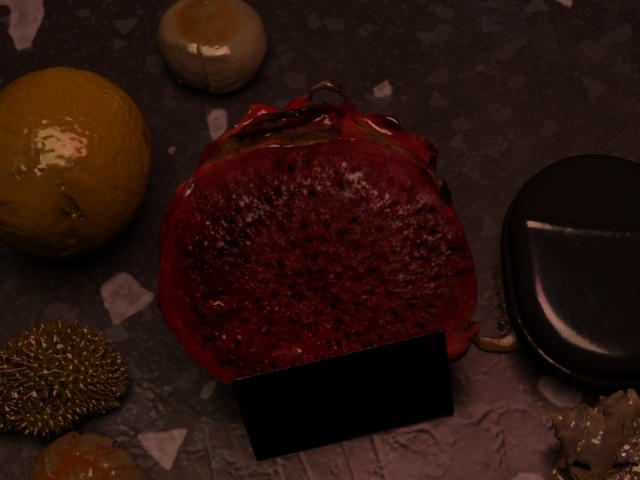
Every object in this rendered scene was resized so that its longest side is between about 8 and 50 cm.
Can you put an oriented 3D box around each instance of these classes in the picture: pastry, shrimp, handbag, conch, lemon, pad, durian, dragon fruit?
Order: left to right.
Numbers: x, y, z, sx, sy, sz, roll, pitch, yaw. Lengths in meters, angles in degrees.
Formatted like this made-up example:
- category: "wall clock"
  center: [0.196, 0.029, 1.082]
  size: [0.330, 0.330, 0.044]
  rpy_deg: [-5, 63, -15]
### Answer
- category: "durian"
  center: [-0.345, 0.171, 1.563]
  size: [0.208, 0.102, 0.146]
  rpy_deg: [-33, 69, -7]
- category: "lemon"
  center: [-0.324, -0.103, 1.629]
  size: [0.228, 0.228, 0.253]
  rpy_deg: [21, 66, 15]
- category: "shrimp"
  center: [-0.231, 0.344, 1.491]
  size: [0.294, 0.062, 0.154]
  rpy_deg: [39, 84, 26]
- category: "pastry"
  center: [-0.147, -0.277, 1.775]
  size: [0.156, 0.092, 0.156]
  rpy_deg: [1, 61, -3]
- category: "dragon fruit"
  center: [0.000, 0.000, 1.505]
  size: [0.386, 0.371, 0.249]
  rpy_deg: [27, 28, -17]
- category: "pad"
  center: [0.031, 0.182, 1.489]
  size: [0.246, 0.170, 0.006]
  rpy_deg: [-14, 47, -1]
- category: "shrimp"
  center: [0.213, 0.085, 1.600]
  size: [0.083, 0.023, 0.114]
  rpy_deg: [-14, 67, 1]
- category: "handbag"
  center: [0.348, 0.035, 1.563]
  size: [0.254, 0.093, 0.308]
  rpy_deg: [-1, 63, -2]
- category: "conch"
  center: [0.357, 0.277, 1.449]
  size: [0.245, 0.163, 0.178]
  rpy_deg: [32, 103, 1]
